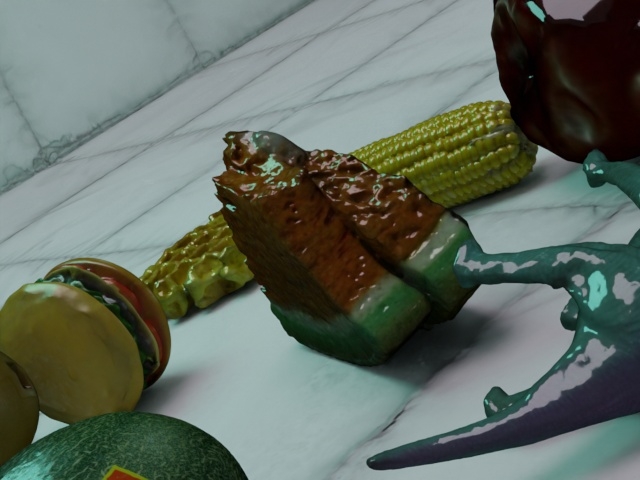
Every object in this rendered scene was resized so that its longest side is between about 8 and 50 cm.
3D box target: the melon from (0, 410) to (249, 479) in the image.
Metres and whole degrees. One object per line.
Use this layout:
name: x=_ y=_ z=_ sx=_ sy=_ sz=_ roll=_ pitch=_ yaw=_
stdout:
melon: x=-0.123 y=0.202 z=0.648 sx=0.182 sy=0.182 sz=0.287 roll=-19 pitch=20 yaw=29

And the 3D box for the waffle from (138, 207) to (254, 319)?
waffle: x=-0.108 y=0.016 z=1.429 sx=0.160 sy=0.055 sz=0.211 roll=-13 pitch=21 yaw=45

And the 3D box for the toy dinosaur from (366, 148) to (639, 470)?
toy dinosaur: x=0.257 y=0.032 z=0.748 sx=0.331 sy=0.129 sz=0.383 roll=-1 pitch=31 yaw=40

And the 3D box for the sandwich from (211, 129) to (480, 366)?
sandwich: x=0.011 y=0.009 z=1.032 sx=0.109 sy=0.212 sz=0.292 roll=-47 pitch=35 yaw=-14

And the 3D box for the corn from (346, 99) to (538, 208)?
corn: x=0.099 y=-0.069 z=1.299 sx=0.244 sy=0.093 sz=0.093 roll=-20 pitch=18 yaw=28

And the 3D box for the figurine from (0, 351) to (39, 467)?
figurine: x=-0.371 y=0.191 z=1.100 sx=0.285 sy=0.167 sz=0.342 roll=-29 pitch=16 yaw=7

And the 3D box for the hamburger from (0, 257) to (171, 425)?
hamburger: x=-0.220 y=0.093 z=1.195 sx=0.162 sy=0.162 sz=0.115 roll=-17 pitch=17 yaw=32

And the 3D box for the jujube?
jujube: x=0.325 y=-0.206 z=1.119 sx=0.377 sy=0.258 sz=0.258 roll=-28 pitch=15 yaw=14
